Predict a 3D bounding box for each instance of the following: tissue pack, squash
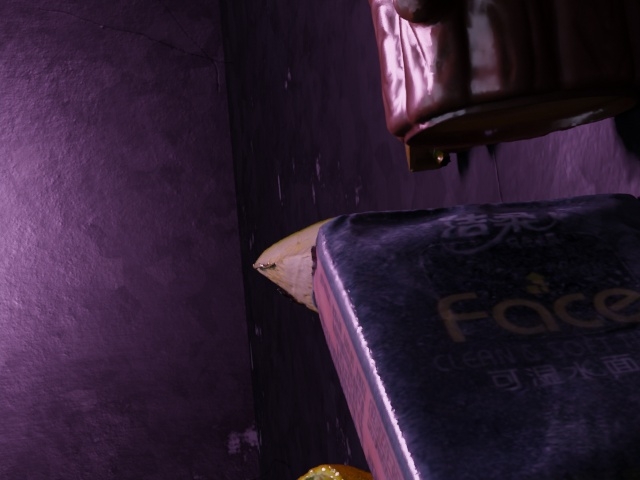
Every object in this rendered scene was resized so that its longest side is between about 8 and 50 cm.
[{"bbox_3d":[0.134,0.090,0.628,0.315,0.228,0.103,-111,20,-57],"label":"tissue pack"},{"bbox_3d":[0.000,0.000,1.555,0.093,0.169,0.252,-49,-13,-28],"label":"squash"}]

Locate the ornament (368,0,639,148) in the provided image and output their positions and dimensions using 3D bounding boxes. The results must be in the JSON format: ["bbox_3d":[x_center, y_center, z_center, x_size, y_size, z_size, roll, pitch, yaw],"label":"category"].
[{"bbox_3d":[0.114,-0.182,0.716,0.235,0.221,0.217,-11,86,34],"label":"ornament"}]

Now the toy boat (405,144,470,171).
[{"bbox_3d":[0.120,-0.133,1.022,0.226,0.068,0.088,104,153,-56],"label":"toy boat"}]

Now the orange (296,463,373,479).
[{"bbox_3d":[0.048,0.381,1.326,0.237,0.159,0.179,-108,24,-61],"label":"orange"}]
